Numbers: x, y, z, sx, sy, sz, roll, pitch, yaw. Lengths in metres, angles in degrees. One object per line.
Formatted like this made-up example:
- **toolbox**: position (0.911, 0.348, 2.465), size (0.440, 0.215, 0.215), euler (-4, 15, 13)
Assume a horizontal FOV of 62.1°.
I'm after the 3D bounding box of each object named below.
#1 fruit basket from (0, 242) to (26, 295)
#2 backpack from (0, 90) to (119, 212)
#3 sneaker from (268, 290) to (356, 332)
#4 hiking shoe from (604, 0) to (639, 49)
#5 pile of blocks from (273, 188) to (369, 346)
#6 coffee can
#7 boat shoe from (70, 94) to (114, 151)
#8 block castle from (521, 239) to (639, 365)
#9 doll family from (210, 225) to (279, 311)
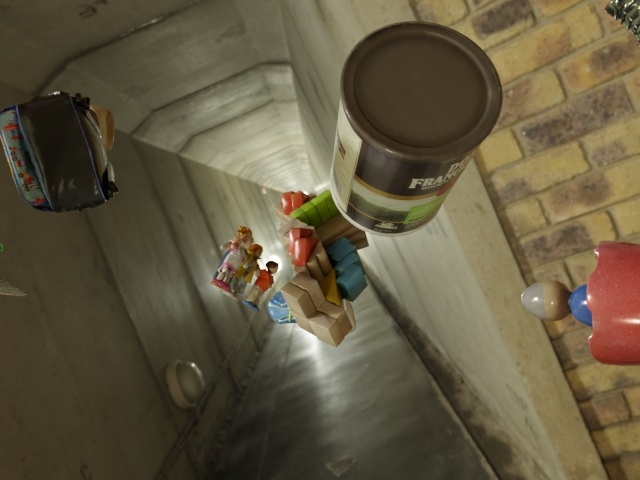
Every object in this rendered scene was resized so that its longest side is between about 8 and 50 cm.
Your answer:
- **fruit basket**: position (-0.564, -0.036, 0.589), size (0.327, 0.353, 0.166), euler (61, -129, -68)
- **backpack**: position (-0.360, -0.118, 0.749), size (0.116, 0.158, 0.173), euler (-18, 11, -17)
- **sneaker**: position (-0.026, 0.142, 1.030), size (0.126, 0.091, 0.240), euler (-19, 12, -19)
- **hiking shoe**: position (0.630, -0.448, 1.055), size (0.114, 0.227, 0.086), euler (2, 10, 35)
- **pile of blocks**: position (0.000, 0.000, 0.867), size (0.148, 0.113, 0.362), euler (-20, 37, 4)
- **coffee can**: position (0.119, -0.145, 0.780), size (0.201, 0.202, 0.275), euler (-25, -16, -10)
- **boat shoe**: position (-0.580, -0.254, 1.155), size (0.342, 0.123, 0.123), euler (20, 21, 40)
- **block castle**: position (0.230, 0.258, 0.355), size (0.212, 0.453, 0.303), euler (4, 38, 39)
- **doll family**: position (-0.201, 0.054, 1.323), size (0.163, 0.118, 0.263), euler (-63, -26, -15)
